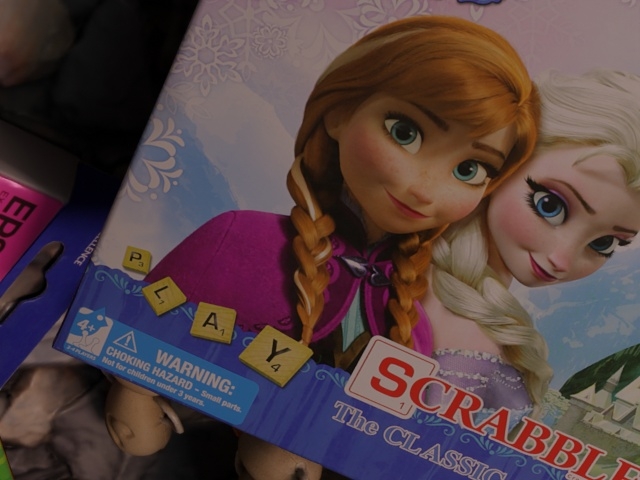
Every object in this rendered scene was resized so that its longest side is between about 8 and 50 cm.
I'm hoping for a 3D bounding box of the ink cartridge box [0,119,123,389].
[{"bbox_3d":[-0.260,-0.009,0.789,0.371,0.069,0.176,25,115,-43],"label":"ink cartridge box"}]

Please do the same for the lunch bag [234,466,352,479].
[{"bbox_3d":[0.084,0.242,1.044,0.287,0.235,0.169,-16,155,-12],"label":"lunch bag"}]

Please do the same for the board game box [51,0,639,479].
[{"bbox_3d":[0.074,-0.019,0.763,0.318,0.066,0.318,23,118,-5],"label":"board game box"}]

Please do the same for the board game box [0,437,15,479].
[{"bbox_3d":[-0.234,0.137,0.889,0.124,0.039,0.259,-18,157,-12],"label":"board game box"}]

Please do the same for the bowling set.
[{"bbox_3d":[0.020,0.106,0.932,0.200,0.287,0.154,-43,163,-26],"label":"bowling set"}]
